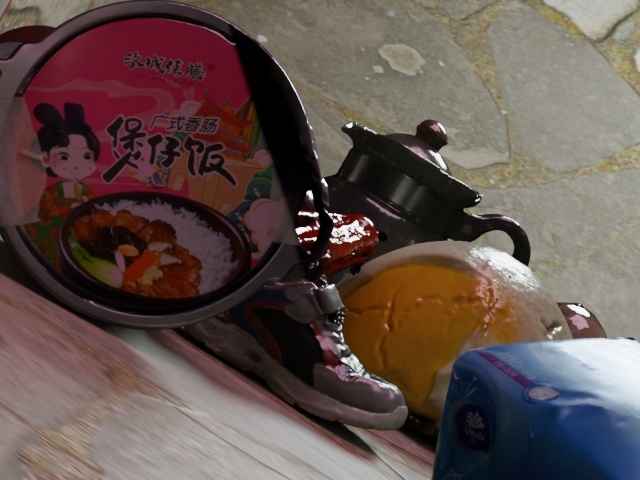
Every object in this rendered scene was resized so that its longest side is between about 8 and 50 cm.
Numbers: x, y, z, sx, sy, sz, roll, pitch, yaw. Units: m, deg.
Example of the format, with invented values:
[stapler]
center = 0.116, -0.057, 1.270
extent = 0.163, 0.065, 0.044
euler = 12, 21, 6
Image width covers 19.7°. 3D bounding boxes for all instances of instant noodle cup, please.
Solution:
[instant noodle cup]
center = -0.150, -0.055, 1.501
extent = 0.302, 0.258, 0.181
euler = 36, -11, -10

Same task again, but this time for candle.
[candle]
center = 0.000, 0.000, 1.767
extent = 0.301, 0.059, 0.084
euler = -9, 81, -67

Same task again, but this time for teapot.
[teapot]
center = 0.097, 0.002, 2.151
extent = 0.305, 0.285, 0.223
euler = 31, 4, 19

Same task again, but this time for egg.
[egg]
center = 0.152, 0.106, 1.909
extent = 0.337, 0.201, 0.337
euler = 33, 4, -2

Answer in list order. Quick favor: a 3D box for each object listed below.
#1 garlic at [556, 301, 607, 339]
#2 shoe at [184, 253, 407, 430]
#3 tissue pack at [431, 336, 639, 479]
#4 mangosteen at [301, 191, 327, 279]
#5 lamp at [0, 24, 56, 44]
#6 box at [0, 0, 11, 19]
[garlic]
center = 0.282, 0.189, 2.114
extent = 0.245, 0.160, 0.245
euler = 59, 8, -13
[shoe]
center = -0.010, 0.074, 1.597
extent = 0.227, 0.126, 0.099
euler = 29, 1, 10
[tissue pack]
center = 0.240, 0.188, 1.451
extent = 0.198, 0.146, 0.263
euler = -3, 20, -27
[mangosteen]
center = -0.079, -0.002, 1.882
extent = 0.199, 0.200, 0.200
euler = 30, 4, -2
[lamp]
center = -0.273, -0.118, 1.853
extent = 0.180, 0.180, 0.258
euler = 29, 6, -28
[box]
center = -0.485, -0.330, 1.820
extent = 0.300, 0.312, 0.314
euler = 34, 5, 21
